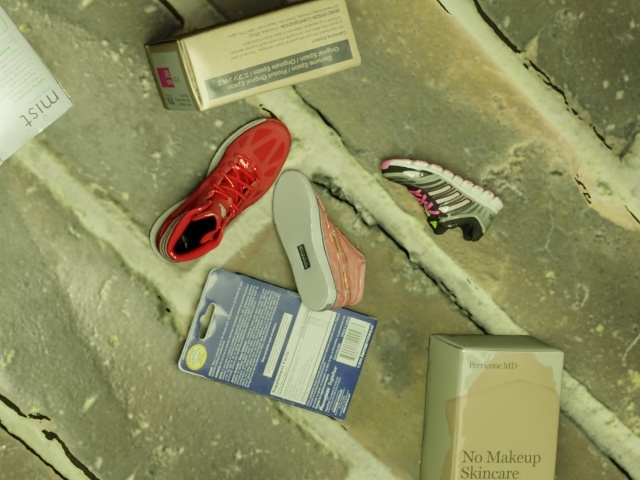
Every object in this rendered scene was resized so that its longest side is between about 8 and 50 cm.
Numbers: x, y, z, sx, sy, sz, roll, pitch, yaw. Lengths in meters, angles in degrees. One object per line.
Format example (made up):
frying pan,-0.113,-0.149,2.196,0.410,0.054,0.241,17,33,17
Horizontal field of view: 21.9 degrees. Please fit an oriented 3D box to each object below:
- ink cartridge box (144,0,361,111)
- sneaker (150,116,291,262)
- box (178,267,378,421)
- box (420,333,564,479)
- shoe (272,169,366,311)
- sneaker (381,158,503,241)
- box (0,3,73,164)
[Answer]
ink cartridge box,-0.082,-0.213,1.892,0.193,0.234,0.088,-19,100,-12
sneaker,-0.103,-0.051,1.960,0.087,0.128,0.221,40,86,-17
box,-0.055,0.126,2.042,0.225,0.036,0.136,19,90,-18
box,0.210,0.279,2.090,0.148,0.121,0.311,1,96,-15
shoe,0.000,0.000,2.035,0.081,0.063,0.178,-2,74,-51
sneaker,0.146,-0.048,2.065,0.170,0.063,0.075,23,83,-22
box,-0.448,-0.164,1.823,0.262,0.127,0.231,-41,117,-13
